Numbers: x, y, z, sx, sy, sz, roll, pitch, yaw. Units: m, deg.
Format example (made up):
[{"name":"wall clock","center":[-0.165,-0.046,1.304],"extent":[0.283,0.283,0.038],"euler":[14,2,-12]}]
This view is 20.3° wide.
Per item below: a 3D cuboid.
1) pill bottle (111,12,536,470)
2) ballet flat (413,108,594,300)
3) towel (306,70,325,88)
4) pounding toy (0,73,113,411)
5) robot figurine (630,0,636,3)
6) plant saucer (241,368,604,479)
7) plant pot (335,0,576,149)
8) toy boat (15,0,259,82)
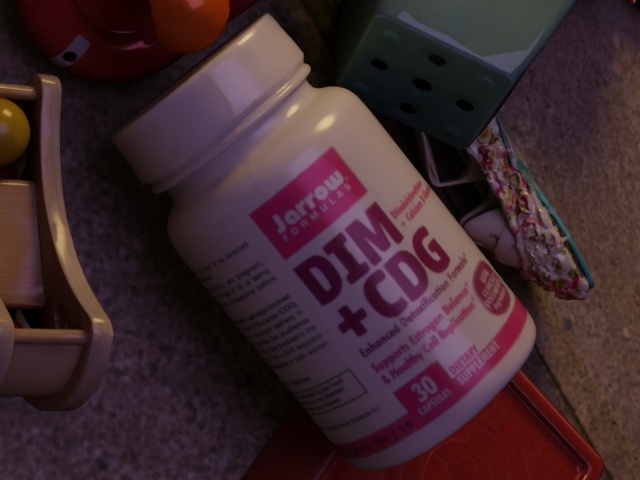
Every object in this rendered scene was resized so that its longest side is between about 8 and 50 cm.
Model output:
[{"name":"pill bottle","center":[0.000,0.000,1.190],"extent":[0.283,0.160,0.160],"euler":[51,58,-9]},{"name":"ballet flat","center":[0.126,-0.048,1.387],"extent":[0.077,0.091,0.241],"euler":[-29,95,-4]},{"name":"towel","center":[-0.048,-0.066,1.290],"extent":[0.148,0.027,0.110],"euler":[-15,90,-34]},{"name":"pounding toy","center":[-0.226,0.028,1.071],"extent":[0.155,0.154,0.269],"euler":[3,80,-35]},{"name":"robot figurine","center":[0.248,-0.295,1.453],"extent":[0.128,0.158,0.219],"euler":[27,44,-21]},{"name":"plant saucer","center":[0.094,0.180,1.332],"extent":[0.259,0.048,0.258],"euler":[47,59,-18]},{"name":"plant pot","center":[0.107,-0.197,1.281],"extent":[0.165,0.166,0.234],"euler":[25,60,-4]},{"name":"toy boat","center":[-0.093,-0.178,1.150],"extent":[0.151,0.231,0.151],"euler":[39,30,-36]}]
